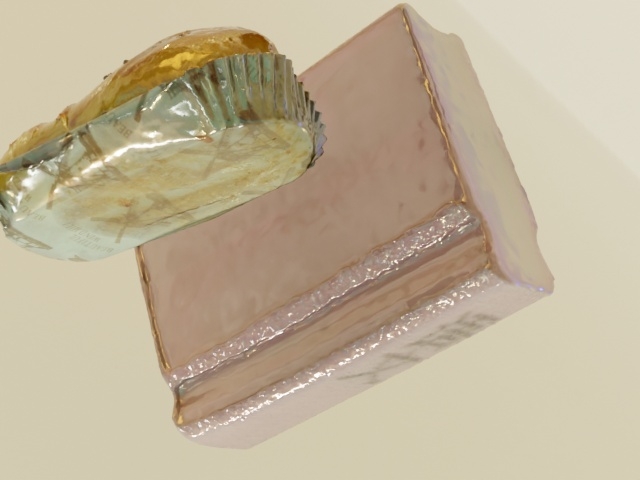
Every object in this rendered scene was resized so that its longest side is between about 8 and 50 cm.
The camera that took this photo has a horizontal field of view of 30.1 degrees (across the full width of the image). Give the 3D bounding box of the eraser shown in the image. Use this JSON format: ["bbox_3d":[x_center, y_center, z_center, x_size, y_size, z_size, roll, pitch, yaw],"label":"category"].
[{"bbox_3d":[0.000,0.000,1.070,0.359,0.122,0.272,-30,-116,30],"label":"eraser"}]

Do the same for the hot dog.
[{"bbox_3d":[-0.120,-0.060,0.836,0.270,0.163,0.081,-22,-122,26],"label":"hot dog"}]
